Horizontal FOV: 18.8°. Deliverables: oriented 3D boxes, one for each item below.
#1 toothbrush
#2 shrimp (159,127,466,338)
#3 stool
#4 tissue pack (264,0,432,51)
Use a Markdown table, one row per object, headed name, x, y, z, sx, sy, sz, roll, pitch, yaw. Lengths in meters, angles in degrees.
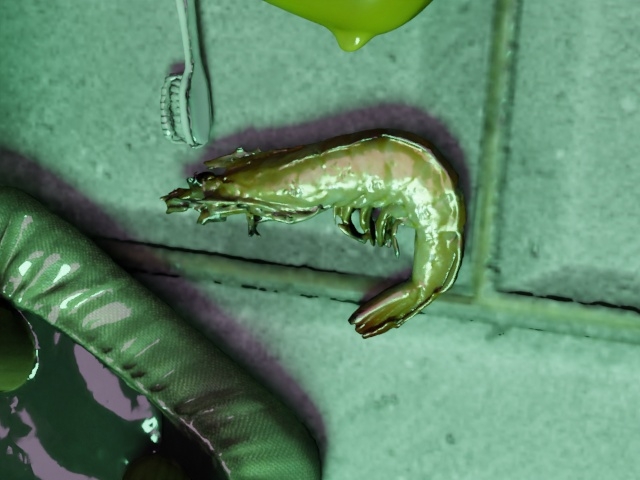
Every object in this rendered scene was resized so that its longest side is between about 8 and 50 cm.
| name | x | y | z | sx | sy | sz | roll | pitch | yaw |
| --- | --- | --- | --- | --- | --- | --- | --- | --- | --- |
| toothbrush | -0.086 | -0.196 | 1.114 | 0.026 | 0.024 | 0.288 | 3 | 104 | 29 |
| shrimp | 0.000 | 0.000 | 1.128 | 0.178 | 0.034 | 0.124 | -10 | 105 | 13 |
| stool | -0.202 | 0.171 | 1.120 | 0.310 | 0.226 | 0.310 | 39 | 109 | 3 |
| tissue pack | -0.004 | -0.187 | 1.038 | 0.178 | 0.123 | 0.127 | 26 | 115 | 8 |
